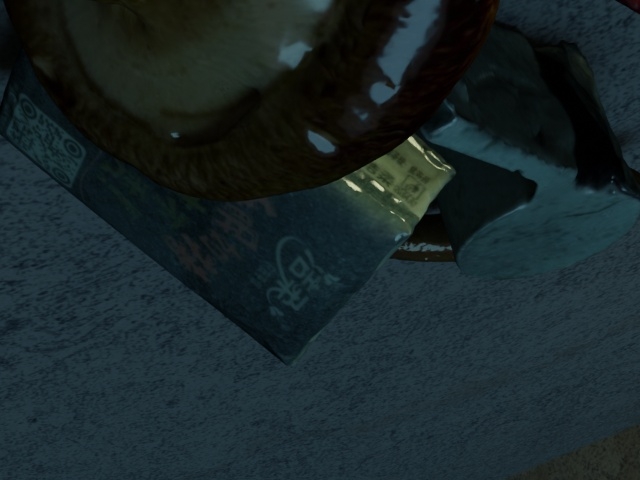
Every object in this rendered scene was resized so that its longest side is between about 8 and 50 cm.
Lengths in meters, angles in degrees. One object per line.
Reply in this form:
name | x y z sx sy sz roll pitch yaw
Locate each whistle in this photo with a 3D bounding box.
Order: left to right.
whistle | 0.186 -0.099 1.166 0.188 0.168 0.404 -18 156 7

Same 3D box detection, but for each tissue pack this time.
tissue pack | -0.086 -0.066 0.943 0.103 0.316 0.228 -52 -179 -38

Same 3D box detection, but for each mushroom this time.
mushroom | -0.048 -0.188 0.692 0.345 0.239 0.345 20 152 11

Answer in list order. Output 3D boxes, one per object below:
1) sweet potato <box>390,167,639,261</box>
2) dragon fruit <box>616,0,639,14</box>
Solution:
sweet potato | 0.190 -0.021 1.428 0.385 0.109 0.109 -11 156 5
dragon fruit | 0.273 -0.237 0.818 0.302 0.330 0.240 -25 176 16
